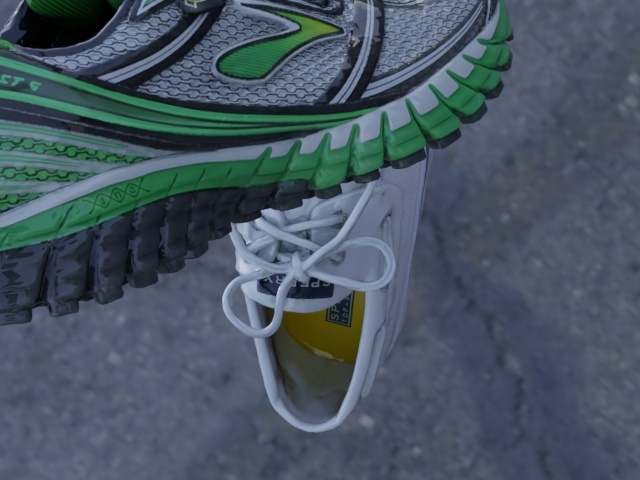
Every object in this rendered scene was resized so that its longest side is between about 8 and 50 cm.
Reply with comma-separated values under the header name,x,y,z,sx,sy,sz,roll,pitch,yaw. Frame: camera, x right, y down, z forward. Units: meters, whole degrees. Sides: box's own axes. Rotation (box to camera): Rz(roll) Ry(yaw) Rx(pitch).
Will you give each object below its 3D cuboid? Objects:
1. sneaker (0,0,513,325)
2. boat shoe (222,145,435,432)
name,x,y,z,sx,sy,sz,roll,pitch,yaw
sneaker,-0.043,-0.083,0.868,0.343,0.146,0.134,-26,17,-40
boat shoe,-0.008,-0.001,1.294,0.136,0.367,0.156,13,48,9
